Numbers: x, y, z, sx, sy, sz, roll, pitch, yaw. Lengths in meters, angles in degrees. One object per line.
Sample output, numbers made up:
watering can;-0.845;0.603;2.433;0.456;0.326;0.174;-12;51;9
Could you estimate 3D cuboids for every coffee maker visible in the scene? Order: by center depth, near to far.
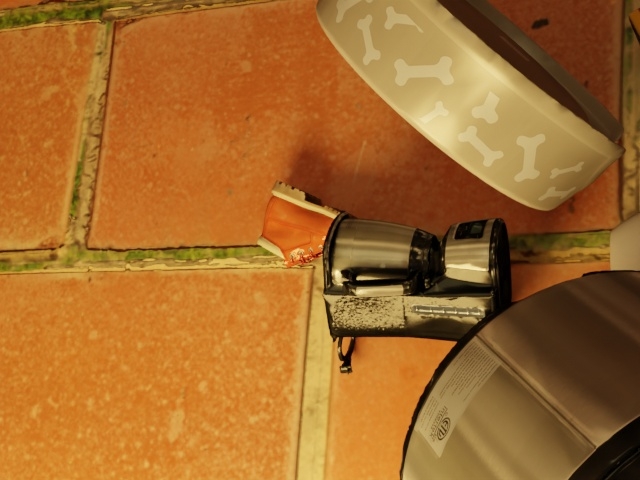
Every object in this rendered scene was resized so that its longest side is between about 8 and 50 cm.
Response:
coffee maker;0.103;0.053;1.303;0.178;0.171;0.120;3;50;16

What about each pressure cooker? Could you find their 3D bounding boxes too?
pressure cooker;0.272;0.243;0.947;0.375;0.420;0.370;-9;105;-11

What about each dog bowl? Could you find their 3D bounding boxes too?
dog bowl;0.142;-0.166;1.241;0.102;0.349;0.349;-48;61;17

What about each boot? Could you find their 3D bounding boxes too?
boot;0.000;0.000;1.401;0.158;0.059;0.085;25;90;34

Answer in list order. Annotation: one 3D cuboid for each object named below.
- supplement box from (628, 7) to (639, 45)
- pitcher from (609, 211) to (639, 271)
supplement box;0.417;-0.212;1.271;0.188;0.081;0.104;-25;65;14
pitcher;0.371;0.030;1.167;0.207;0.178;0.125;-5;107;19
